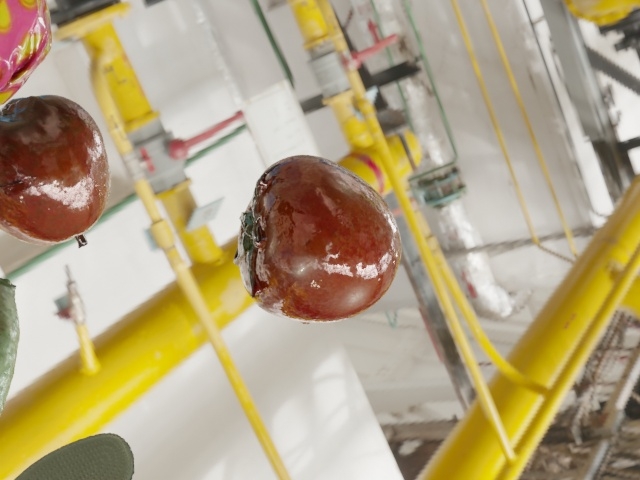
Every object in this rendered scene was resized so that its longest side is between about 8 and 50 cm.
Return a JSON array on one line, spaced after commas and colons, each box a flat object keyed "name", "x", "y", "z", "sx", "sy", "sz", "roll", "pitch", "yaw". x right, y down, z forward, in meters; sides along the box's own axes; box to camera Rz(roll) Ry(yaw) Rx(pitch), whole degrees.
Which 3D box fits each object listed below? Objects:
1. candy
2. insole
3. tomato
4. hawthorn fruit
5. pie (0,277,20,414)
[{"name": "candy", "x": -0.256, "y": -0.049, "z": 0.632, "sx": 0.124, "sy": 0.366, "sz": 0.124, "roll": -2, "pitch": 155, "yaw": -1}, {"name": "insole", "x": -0.158, "y": 0.147, "z": 0.455, "sx": 0.152, "sy": 0.053, "sz": 0.002, "roll": -32, "pitch": 152, "yaw": -16}, {"name": "tomato", "x": 0.000, "y": 0.000, "z": 0.871, "sx": 0.167, "sy": 0.167, "sz": 0.167, "roll": -22, "pitch": -165, "yaw": 6}, {"name": "hawthorn fruit", "x": -0.343, "y": -0.074, "z": 1.144, "sx": 0.185, "sy": 0.202, "sz": 0.185, "roll": -18, "pitch": -149, "yaw": 12}, {"name": "pie", "x": -0.349, "y": 0.140, "z": 0.867, "sx": 0.240, "sy": 0.054, "sz": 0.241, "roll": -29, "pitch": -132, "yaw": 39}]
